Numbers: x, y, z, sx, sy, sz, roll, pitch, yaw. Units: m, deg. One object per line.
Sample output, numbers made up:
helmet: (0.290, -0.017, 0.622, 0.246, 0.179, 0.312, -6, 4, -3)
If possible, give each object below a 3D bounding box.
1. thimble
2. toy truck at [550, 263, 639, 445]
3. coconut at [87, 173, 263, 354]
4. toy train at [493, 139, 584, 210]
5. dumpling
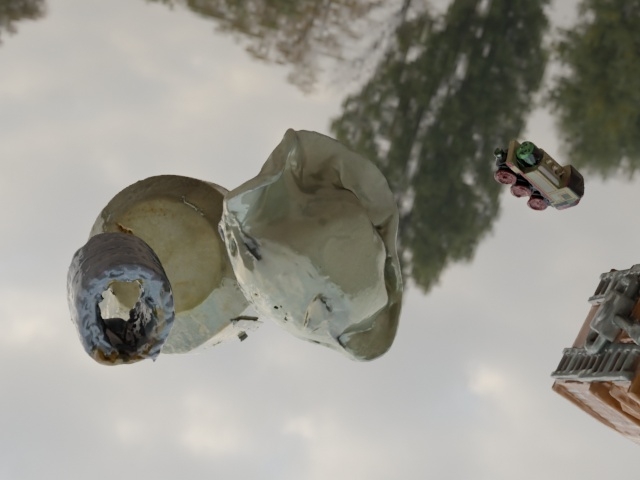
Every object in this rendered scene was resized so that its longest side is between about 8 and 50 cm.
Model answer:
thimble: (-0.255, 0.073, 1.653, 0.127, 0.151, 0.118, 0, -156, -18)
toy truck: (0.325, 0.103, 1.028, 0.206, 0.173, 0.387, 29, 173, -2)
coconut: (-0.219, 0.043, 2.086, 0.322, 0.323, 0.323, 14, -160, -5)
toy train: (0.308, -0.093, 1.843, 0.138, 0.050, 0.087, 36, 143, -31)
dumpling: (0.000, 0.000, 1.729, 0.187, 0.243, 0.318, -1, 137, 53)
